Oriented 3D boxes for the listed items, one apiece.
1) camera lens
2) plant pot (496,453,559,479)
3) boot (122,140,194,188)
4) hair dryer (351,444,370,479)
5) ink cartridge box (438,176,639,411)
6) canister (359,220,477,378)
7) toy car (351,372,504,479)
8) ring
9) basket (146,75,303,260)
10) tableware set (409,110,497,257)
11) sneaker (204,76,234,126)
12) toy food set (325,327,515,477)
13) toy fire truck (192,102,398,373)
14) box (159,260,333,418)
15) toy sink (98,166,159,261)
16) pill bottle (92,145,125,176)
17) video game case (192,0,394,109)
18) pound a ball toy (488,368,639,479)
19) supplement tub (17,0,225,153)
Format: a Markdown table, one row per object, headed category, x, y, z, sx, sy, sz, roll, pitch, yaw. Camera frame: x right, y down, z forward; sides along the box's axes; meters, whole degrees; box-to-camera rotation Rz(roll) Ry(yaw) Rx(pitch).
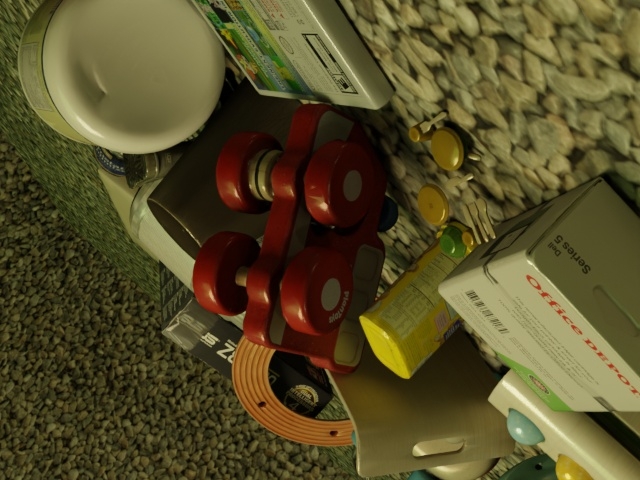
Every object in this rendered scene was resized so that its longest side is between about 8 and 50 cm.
| category | x | y | z | sx | sy | sz | roll | pitch | yaw |
| --- | --- | --- | --- | --- | --- | --- | --- | --- | --- |
| camera lens | -0.152 | -0.018 | 1.824 | 0.274 | 0.219 | 0.219 | 43 | 164 | 13 |
| plant pot | 0.341 | 0.440 | 1.592 | 0.293 | 0.293 | 0.235 | 35 | 147 | 37 |
| boot | -0.178 | -0.121 | 1.684 | 0.190 | 0.209 | 0.076 | -164 | 65 | -65 |
| hair dryer | 0.091 | 0.292 | 2.029 | 0.224 | 0.080 | 0.293 | -27 | 64 | 47 |
| ink cartridge box | 0.257 | 0.067 | 1.146 | 0.198 | 0.115 | 0.273 | 47 | 166 | -2 |
| canister | 0.134 | 0.075 | 1.393 | 0.073 | 0.170 | 0.126 | 35 | 161 | 34 |
| toy car | 0.206 | 0.267 | 1.747 | 0.210 | 0.219 | 0.238 | 40 | -167 | 20 |
| ring | 0.024 | 0.209 | 1.851 | 0.336 | 0.337 | 0.032 | 56 | -163 | -32 |
| basket | -0.108 | -0.081 | 1.531 | 0.204 | 0.227 | 0.154 | 45 | 165 | 1 |
| tableware set | 0.139 | -0.059 | 1.226 | 0.104 | 0.024 | 0.154 | -27 | 85 | 54 |
| sneaker | -0.141 | -0.188 | 1.679 | 0.089 | 0.051 | 0.170 | 39 | 161 | 40 |
| toy food set | 0.101 | 0.188 | 1.529 | 0.306 | 0.220 | 0.092 | -122 | 33 | -52 |
| toy fire truck | 0.000 | 0.000 | 1.378 | 0.169 | 0.302 | 0.254 | 9 | 173 | 34 |
| box | -0.147 | 0.133 | 2.057 | 0.318 | 0.097 | 0.395 | 37 | -167 | -21 |
| toy sink | -0.329 | -0.075 | 2.325 | 0.153 | 0.131 | 0.234 | 36 | 157 | 33 |
| pill bottle | -0.349 | -0.193 | 2.086 | 0.123 | 0.123 | 0.219 | 48 | 163 | -6 |
| video game case | -0.085 | -0.293 | 1.295 | 0.329 | 0.036 | 0.300 | 53 | 163 | -26 |
| pound a ball toy | 0.352 | 0.275 | 1.391 | 0.319 | 0.136 | 0.208 | 43 | 164 | 14 |
| supplement tub | -0.285 | -0.244 | 1.561 | 0.235 | 0.235 | 0.325 | 52 | 167 | -20 |
